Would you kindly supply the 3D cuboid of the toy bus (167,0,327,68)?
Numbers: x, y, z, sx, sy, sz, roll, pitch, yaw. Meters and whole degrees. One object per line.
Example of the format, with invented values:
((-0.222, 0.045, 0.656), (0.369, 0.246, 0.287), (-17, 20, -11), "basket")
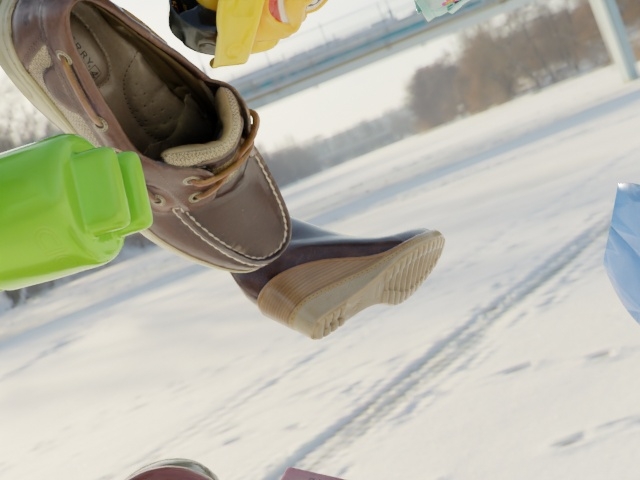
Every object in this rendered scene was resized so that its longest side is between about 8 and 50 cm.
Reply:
((-0.013, -0.238, 0.707), (0.211, 0.220, 0.149), (-3, -37, -22), "toy bus")

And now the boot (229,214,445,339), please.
((0.000, 0.000, 1.105), (0.248, 0.207, 0.090), (-26, -39, -39), "boot")

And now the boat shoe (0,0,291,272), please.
((-0.114, -0.079, 0.793), (0.123, 0.342, 0.123), (15, 62, 45), "boat shoe")

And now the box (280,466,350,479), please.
((-0.008, 0.402, 1.131), (0.148, 0.127, 0.232), (3, 48, 35), "box")

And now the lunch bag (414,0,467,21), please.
((0.165, -0.425, 1.169), (0.223, 0.262, 0.160), (-26, 13, 12), "lunch bag")

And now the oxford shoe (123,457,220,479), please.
((-0.168, 0.282, 0.592), (0.348, 0.123, 0.130), (-48, 3, -6), "oxford shoe")

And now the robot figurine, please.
((-0.143, -0.012, 0.481), (0.115, 0.067, 0.101), (-15, -2, 16), "robot figurine")

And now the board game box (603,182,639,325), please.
((0.337, 0.020, 0.955), (0.033, 0.169, 0.133), (-20, 46, -14), "board game box")
